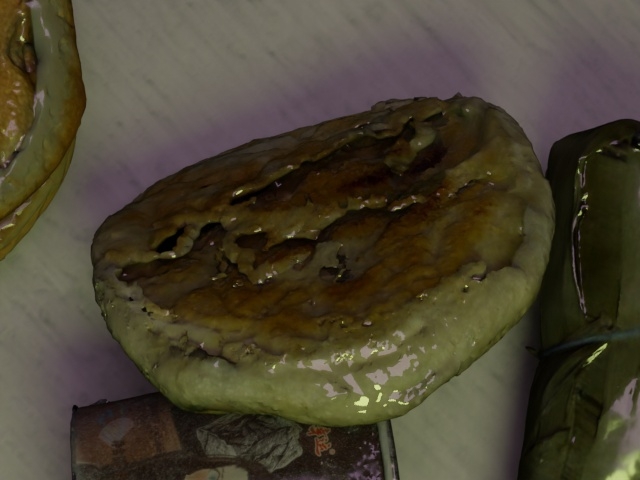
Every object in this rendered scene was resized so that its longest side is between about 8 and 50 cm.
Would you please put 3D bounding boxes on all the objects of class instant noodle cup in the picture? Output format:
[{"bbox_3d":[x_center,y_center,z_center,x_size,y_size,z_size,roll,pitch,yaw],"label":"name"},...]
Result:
[{"bbox_3d":[-0.053,0.181,1.292,0.207,0.217,0.217,-7,77,-3],"label":"instant noodle cup"}]

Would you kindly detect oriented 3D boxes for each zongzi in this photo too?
[{"bbox_3d":[0.308,0.137,1.364,0.356,0.174,0.393,13,76,-8],"label":"zongzi"}]

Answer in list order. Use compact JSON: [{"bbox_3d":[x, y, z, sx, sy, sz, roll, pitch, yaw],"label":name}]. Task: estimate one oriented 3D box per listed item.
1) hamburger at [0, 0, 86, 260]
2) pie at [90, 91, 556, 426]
[{"bbox_3d":[-0.308,-0.115,1.346,0.319,0.158,0.318,2,76,-7],"label":"hamburger"},{"bbox_3d":[0.000,0.000,1.303,0.339,0.339,0.077,-21,122,-12],"label":"pie"}]
